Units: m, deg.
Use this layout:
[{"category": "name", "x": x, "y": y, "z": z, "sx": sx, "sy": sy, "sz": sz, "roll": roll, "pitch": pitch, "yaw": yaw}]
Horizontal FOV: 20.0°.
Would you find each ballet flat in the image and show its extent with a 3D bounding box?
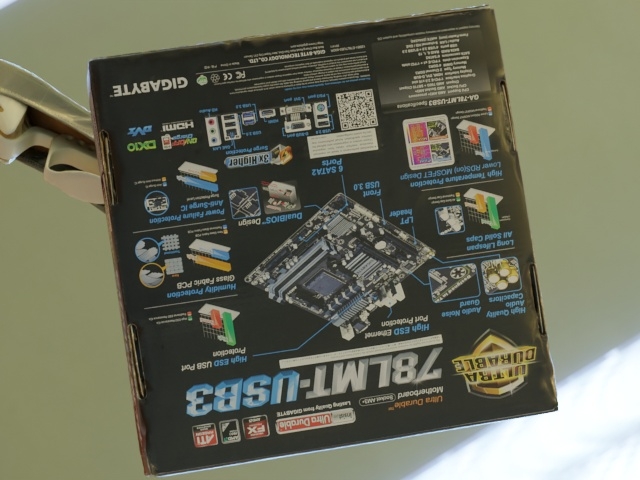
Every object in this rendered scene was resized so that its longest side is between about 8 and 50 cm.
[{"category": "ballet flat", "x": -0.208, "y": -0.077, "z": 1.374, "sx": 0.213, "sy": 0.068, "sz": 0.072, "roll": 26, "pitch": -50, "yaw": 7}]

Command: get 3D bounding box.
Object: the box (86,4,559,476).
[{"category": "box", "x": 0.000, "y": 0.000, "z": 1.278, "sx": 0.073, "sy": 0.296, "sz": 0.293, "roll": 147, "pitch": -66, "yaw": -81}]
